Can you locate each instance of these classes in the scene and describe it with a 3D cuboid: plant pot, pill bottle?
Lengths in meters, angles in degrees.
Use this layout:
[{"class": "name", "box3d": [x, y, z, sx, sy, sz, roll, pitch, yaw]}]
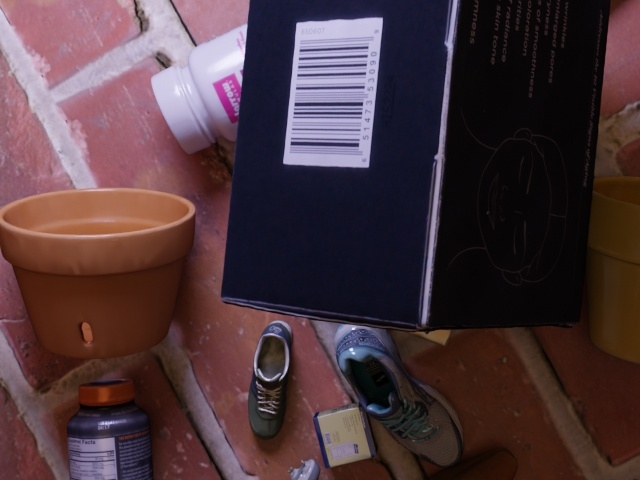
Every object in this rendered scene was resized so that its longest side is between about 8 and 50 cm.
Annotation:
[{"class": "plant pot", "box3d": [0.492, 0.046, 1.427, 0.254, 0.254, 0.239, 7, 106, 4]}, {"class": "plant pot", "box3d": [-0.333, 0.049, 1.475, 0.290, 0.291, 0.204, 2, 107, 4]}, {"class": "pill bottle", "box3d": [-0.105, -0.251, 1.503, 0.283, 0.160, 0.160, -25, 88, 4]}, {"class": "pill bottle", "box3d": [-0.329, 0.343, 1.529, 0.130, 0.130, 0.246, -3, 89, 4]}]

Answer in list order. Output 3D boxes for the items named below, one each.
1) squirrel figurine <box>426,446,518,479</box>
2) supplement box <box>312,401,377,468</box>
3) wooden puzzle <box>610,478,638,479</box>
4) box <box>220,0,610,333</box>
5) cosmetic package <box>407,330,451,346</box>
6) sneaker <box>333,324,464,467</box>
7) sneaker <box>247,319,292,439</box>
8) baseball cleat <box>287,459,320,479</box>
[{"class": "squirrel figurine", "box3d": [0.195, 0.580, 1.456, 0.397, 0.281, 0.370, -26, 98, 17]}, {"class": "supplement box", "box3d": [0.040, 0.306, 1.538, 0.083, 0.056, 0.083, -14, 88, 4]}, {"class": "wooden puzzle", "box3d": [0.469, 0.423, 1.527, 0.078, 0.014, 0.116, 25, 91, 4]}, {"class": "box", "box3d": [0.146, -0.136, 1.251, 0.297, 0.471, 0.480, 5, 89, 36]}, {"class": "cosmetic package", "box3d": [0.149, 0.126, 1.531, 0.115, 0.060, 0.041, 20, 92, 3]}, {"class": "sneaker", "box3d": [0.112, 0.253, 1.481, 0.110, 0.122, 0.283, -38, 100, 17]}, {"class": "sneaker", "box3d": [-0.084, 0.223, 1.533, 0.064, 0.086, 0.192, 8, 90, 4]}, {"class": "baseball cleat", "box3d": [-0.033, 0.450, 1.546, 0.109, 0.072, 0.206, 29, 96, -10]}]
